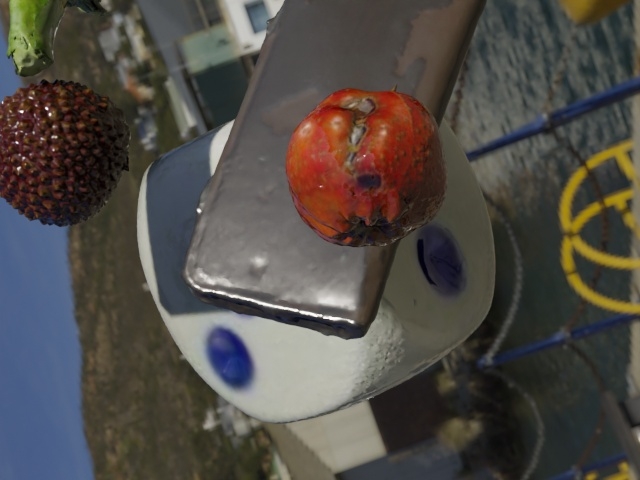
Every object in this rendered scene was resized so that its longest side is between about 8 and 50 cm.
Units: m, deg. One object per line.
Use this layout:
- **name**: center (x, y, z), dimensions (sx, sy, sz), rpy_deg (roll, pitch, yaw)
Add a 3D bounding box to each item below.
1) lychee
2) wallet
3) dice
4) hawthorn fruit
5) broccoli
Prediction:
- **lychee**: center (-0.330, -0.110, 1.404), dimensions (0.188, 0.188, 0.188), rpy_deg (-20, -90, -89)
- **wallet**: center (0.011, -0.081, 0.869), dimensions (0.042, 0.165, 0.309), rpy_deg (54, -129, -59)
- **dice**: center (0.000, 0.000, 1.217), dimensions (0.304, 0.277, 0.304), rpy_deg (-30, -84, -50)
- **hawthorn fruit**: center (0.024, -0.043, 0.595), dimensions (0.093, 0.093, 0.093), rpy_deg (-20, -90, -89)
- **broccoli**: center (-0.351, -0.321, 1.439), dimensions (0.198, 0.177, 0.274), rpy_deg (47, -145, -77)
